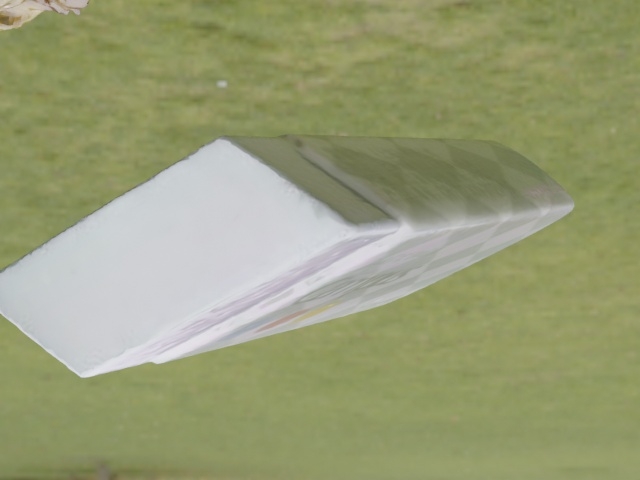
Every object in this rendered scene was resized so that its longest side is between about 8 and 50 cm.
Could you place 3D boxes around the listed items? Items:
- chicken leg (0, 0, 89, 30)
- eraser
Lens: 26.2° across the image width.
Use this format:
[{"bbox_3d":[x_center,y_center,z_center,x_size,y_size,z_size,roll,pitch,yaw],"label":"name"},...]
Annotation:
[{"bbox_3d":[-0.148,-0.155,0.374,0.107,0.251,0.087,-37,175,-11],"label":"chicken leg"},{"bbox_3d":[0.000,-0.001,0.841,0.213,0.082,0.397,-29,171,24],"label":"eraser"}]
